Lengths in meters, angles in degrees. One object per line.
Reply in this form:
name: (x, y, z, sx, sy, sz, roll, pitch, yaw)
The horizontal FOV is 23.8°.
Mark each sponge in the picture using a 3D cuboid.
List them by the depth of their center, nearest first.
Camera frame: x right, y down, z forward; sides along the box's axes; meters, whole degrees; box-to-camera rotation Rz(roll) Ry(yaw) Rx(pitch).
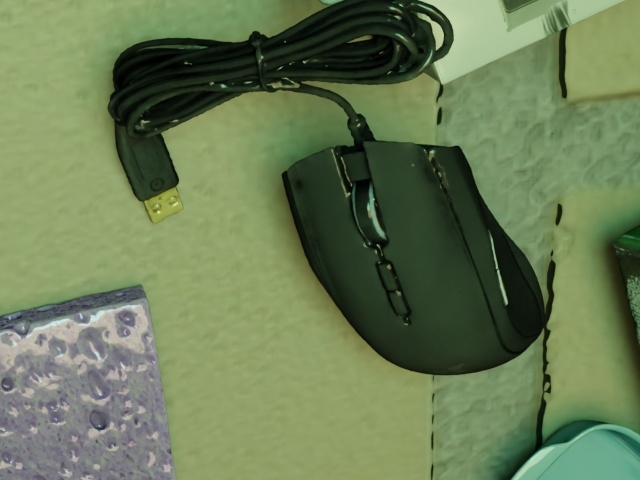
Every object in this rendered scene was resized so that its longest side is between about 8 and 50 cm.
sponge: (-0.181, 0.101, 0.765, 0.210, 0.031, 0.117, -12, 110, -13)

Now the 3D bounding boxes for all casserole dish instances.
casserole dish: (0.173, 0.177, 0.896, 0.188, 0.037, 0.114, 41, 92, -25)

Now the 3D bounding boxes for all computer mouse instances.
computer mouse: (0.000, 0.000, 0.743, 0.184, 0.060, 0.262, -4, 139, 21)

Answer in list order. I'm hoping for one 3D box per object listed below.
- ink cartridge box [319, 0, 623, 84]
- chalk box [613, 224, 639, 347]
ink cartridge box: (0.078, -0.132, 0.729, 0.180, 0.104, 0.060, -25, 114, -7)
chalk box: (0.318, 0.066, 0.749, 0.179, 0.289, 0.180, -27, 113, -21)
